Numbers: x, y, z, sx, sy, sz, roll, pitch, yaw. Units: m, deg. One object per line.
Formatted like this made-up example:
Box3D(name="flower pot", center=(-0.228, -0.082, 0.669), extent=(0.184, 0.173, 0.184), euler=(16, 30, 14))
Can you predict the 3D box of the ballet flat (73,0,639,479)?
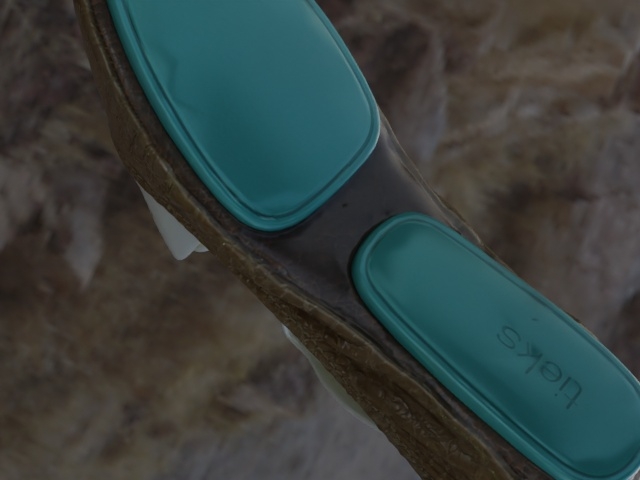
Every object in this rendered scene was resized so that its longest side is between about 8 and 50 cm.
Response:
Box3D(name="ballet flat", center=(0.000, 0.000, 0.763), extent=(0.116, 0.342, 0.124), euler=(-43, 178, -34))
